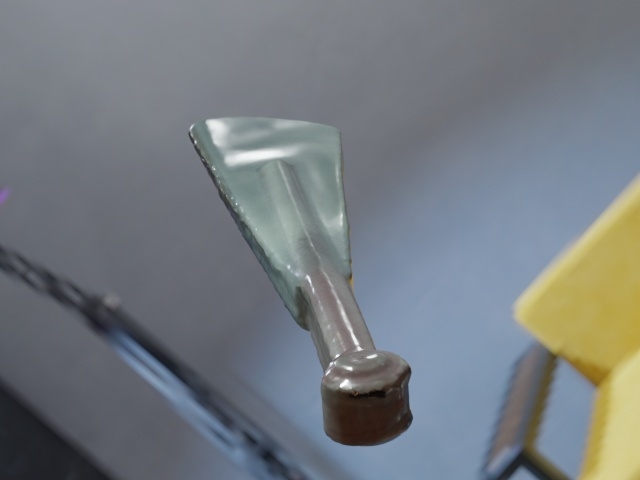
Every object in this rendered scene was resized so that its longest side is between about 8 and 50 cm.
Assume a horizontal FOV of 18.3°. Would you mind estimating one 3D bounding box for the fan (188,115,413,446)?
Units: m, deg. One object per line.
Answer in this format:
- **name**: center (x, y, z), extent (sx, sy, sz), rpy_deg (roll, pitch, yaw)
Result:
- **fan**: center (0.000, 0.000, 0.604), extent (0.282, 0.057, 0.023), rpy_deg (-117, 33, -70)
